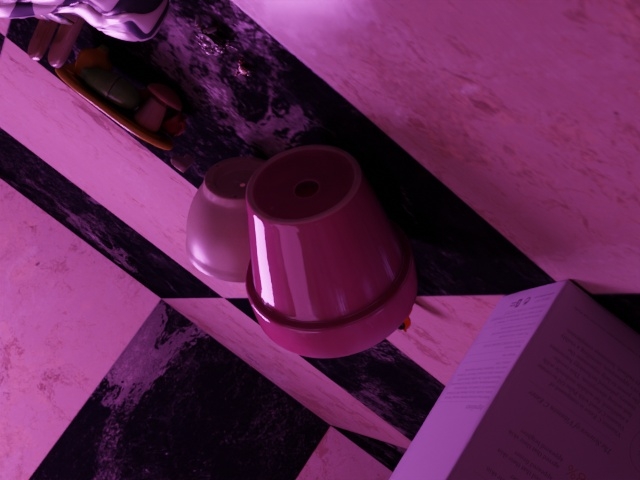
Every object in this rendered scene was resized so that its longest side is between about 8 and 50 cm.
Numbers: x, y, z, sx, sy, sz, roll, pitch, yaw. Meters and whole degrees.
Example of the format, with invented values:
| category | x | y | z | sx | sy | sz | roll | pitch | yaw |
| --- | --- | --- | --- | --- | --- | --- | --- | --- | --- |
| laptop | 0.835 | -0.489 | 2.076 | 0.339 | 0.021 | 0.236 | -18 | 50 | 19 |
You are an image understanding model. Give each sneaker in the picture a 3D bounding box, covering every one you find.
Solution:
| category | x | y | z | sx | sy | sz | roll | pitch | yaw |
| --- | --- | --- | --- | --- | --- | --- | --- | --- | --- |
| sneaker | -0.260 | -0.276 | 0.921 | 0.234 | 0.094 | 0.153 | 19 | 155 | 2 |

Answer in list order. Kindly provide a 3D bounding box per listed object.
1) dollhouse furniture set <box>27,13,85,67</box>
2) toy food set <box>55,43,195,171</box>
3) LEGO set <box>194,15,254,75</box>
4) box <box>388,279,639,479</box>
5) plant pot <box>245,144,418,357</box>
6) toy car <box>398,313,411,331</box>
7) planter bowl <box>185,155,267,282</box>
| category | x | y | z | sx | sy | sz | roll | pitch | yaw |
| --- | --- | --- | --- | --- | --- | --- | --- | --- | --- |
| dollhouse furniture set | -0.417 | -0.259 | 1.110 | 0.212 | 0.161 | 0.242 | 24 | 180 | -37 |
| toy food set | -0.230 | -0.182 | 1.256 | 0.218 | 0.071 | 0.128 | 37 | -172 | 0 |
| LEGO set | -0.105 | -0.195 | 1.017 | 0.083 | 0.023 | 0.054 | 40 | 164 | -18 |
| box | 0.225 | 0.249 | 1.054 | 0.215 | 0.345 | 0.168 | 37 | 164 | -6 |
| plant pot | 0.000 | 0.000 | 1.109 | 0.201 | 0.201 | 0.180 | 23 | 145 | 35 |
| toy car | 0.109 | 0.094 | 1.368 | 0.060 | 0.040 | 0.122 | 54 | -176 | 11 |
| planter bowl | -0.098 | -0.038 | 1.263 | 0.162 | 0.162 | 0.109 | 26 | 136 | 29 |
